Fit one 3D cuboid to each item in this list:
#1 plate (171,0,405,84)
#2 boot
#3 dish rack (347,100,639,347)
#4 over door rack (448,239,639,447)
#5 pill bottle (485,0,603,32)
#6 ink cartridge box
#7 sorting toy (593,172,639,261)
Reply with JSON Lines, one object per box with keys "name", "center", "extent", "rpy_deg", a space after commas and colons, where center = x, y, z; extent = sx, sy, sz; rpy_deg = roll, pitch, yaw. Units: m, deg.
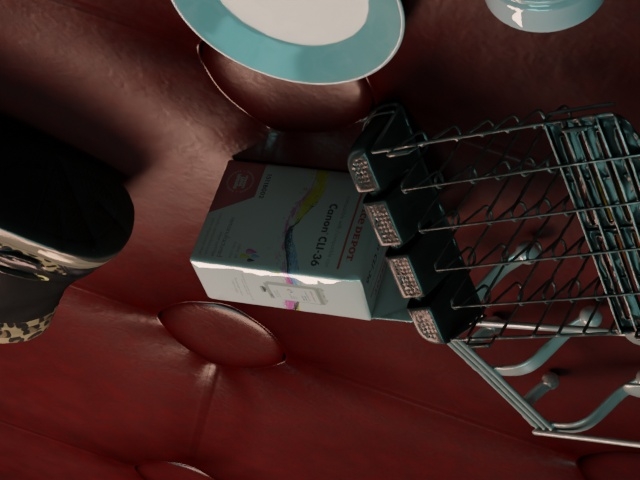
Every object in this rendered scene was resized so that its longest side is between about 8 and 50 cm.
{"name": "plate", "center": [-0.026, -0.185, 1.048], "extent": [0.188, 0.024, 0.188], "rpy_deg": [14, 148, 9]}
{"name": "boot", "center": [-0.394, -0.030, 1.398], "extent": [0.377, 0.138, 0.284], "rpy_deg": [21, 150, -14]}
{"name": "dish rack", "center": [0.158, -0.014, 1.088], "extent": [0.271, 0.074, 0.208], "rpy_deg": [-6, 118, 39]}
{"name": "over door rack", "center": [0.251, 0.113, 1.253], "extent": [0.239, 0.108, 0.324], "rpy_deg": [42, 165, -34]}
{"name": "pill bottle", "center": [0.130, -0.214, 0.834], "extent": [0.108, 0.108, 0.180], "rpy_deg": [9, 148, 17]}
{"name": "ink cartridge box", "center": [0.000, 0.000, 1.239], "extent": [0.198, 0.115, 0.067], "rpy_deg": [7, 147, 18]}
{"name": "sorting toy", "center": [0.280, -0.070, 1.012], "extent": [0.126, 0.127, 0.365], "rpy_deg": [38, 154, 12]}
